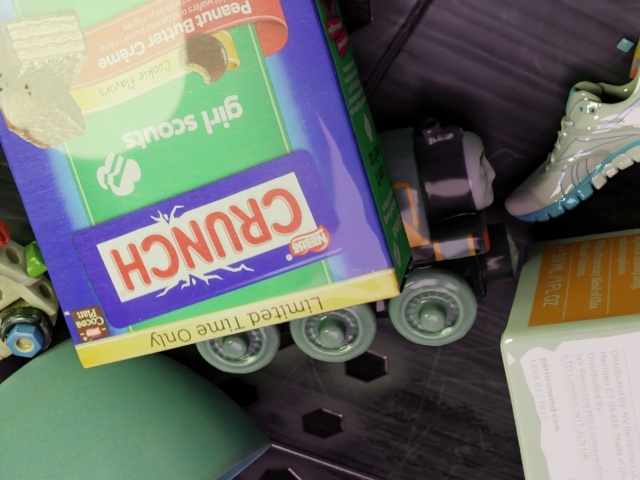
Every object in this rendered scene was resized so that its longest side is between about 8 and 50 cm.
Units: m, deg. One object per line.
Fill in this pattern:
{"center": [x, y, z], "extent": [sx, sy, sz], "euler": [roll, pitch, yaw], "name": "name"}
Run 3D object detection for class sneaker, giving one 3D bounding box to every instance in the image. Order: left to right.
{"center": [0.223, -0.089, 1.149], "extent": [0.190, 0.071, 0.083], "euler": [-36, 107, 27], "name": "sneaker"}

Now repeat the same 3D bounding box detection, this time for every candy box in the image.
{"center": [-0.100, -0.087, 1.042], "extent": [0.268, 0.122, 0.317], "euler": [-15, 103, 15], "name": "candy box"}

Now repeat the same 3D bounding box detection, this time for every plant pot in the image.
{"center": [-0.219, 0.205, 1.309], "extent": [0.290, 0.290, 0.195], "euler": [-43, 81, 32], "name": "plant pot"}

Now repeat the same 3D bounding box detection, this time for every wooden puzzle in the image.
{"center": [0.284, -0.152, 1.121], "extent": [0.083, 0.006, 0.049], "euler": [5, 131, -2], "name": "wooden puzzle"}

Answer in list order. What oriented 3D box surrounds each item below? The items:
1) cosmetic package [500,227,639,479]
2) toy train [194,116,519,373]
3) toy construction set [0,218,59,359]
{"center": [0.389, 0.080, 1.096], "extent": [0.453, 0.230, 0.161], "euler": [-8, 107, 15], "name": "cosmetic package"}
{"center": [0.000, 0.000, 1.189], "extent": [0.334, 0.142, 0.190], "euler": [-9, 120, 10], "name": "toy train"}
{"center": [-0.368, 0.051, 1.247], "extent": [0.327, 0.151, 0.215], "euler": [-22, 127, 34], "name": "toy construction set"}
